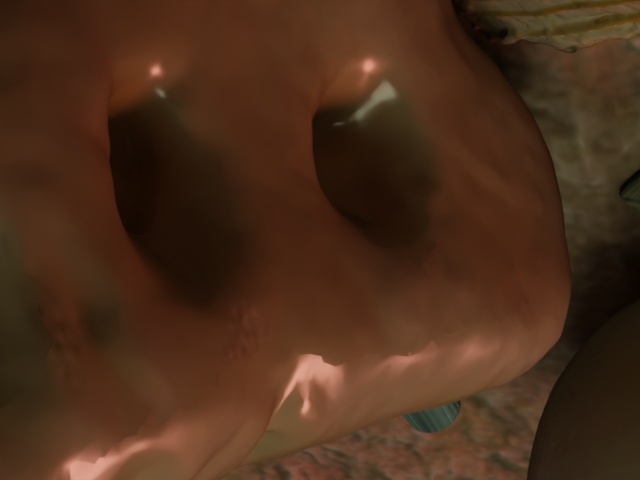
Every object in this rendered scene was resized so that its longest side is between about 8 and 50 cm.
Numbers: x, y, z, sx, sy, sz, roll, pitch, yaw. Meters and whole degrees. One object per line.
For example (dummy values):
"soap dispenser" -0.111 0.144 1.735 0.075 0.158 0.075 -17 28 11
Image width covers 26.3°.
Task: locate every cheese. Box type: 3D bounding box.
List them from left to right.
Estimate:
"cheese" -0.043 0.004 0.440 0.129 0.351 0.328 -22 136 40

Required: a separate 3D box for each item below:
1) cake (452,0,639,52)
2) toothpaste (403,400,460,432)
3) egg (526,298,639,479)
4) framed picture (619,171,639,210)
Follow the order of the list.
"cake" 0.117 -0.094 0.480 0.185 0.116 0.080 -23 130 27
"toothpaste" 0.000 0.000 0.669 0.074 0.048 0.297 -14 134 23
"egg" 0.206 0.094 0.651 0.206 0.162 0.271 23 140 -33
"framed picture" 0.307 -0.049 0.573 0.232 0.019 0.296 22 139 -18
